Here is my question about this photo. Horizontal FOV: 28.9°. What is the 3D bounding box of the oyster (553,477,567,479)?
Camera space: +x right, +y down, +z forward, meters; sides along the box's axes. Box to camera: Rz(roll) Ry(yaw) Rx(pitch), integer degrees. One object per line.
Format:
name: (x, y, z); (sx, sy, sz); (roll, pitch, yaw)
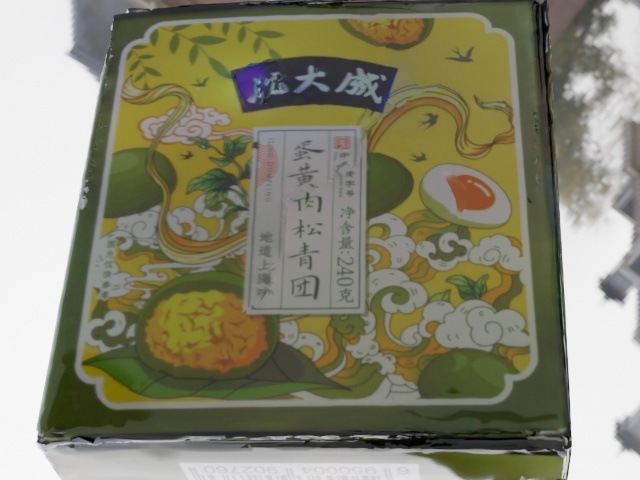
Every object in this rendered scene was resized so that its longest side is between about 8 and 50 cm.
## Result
oyster: (0.132, 0.202, 0.559); (0.125, 0.064, 0.177); (-101, -15, -58)

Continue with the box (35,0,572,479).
box: (0.000, 0.000, 0.985); (0.372, 0.138, 0.420); (-1, -124, 7)
